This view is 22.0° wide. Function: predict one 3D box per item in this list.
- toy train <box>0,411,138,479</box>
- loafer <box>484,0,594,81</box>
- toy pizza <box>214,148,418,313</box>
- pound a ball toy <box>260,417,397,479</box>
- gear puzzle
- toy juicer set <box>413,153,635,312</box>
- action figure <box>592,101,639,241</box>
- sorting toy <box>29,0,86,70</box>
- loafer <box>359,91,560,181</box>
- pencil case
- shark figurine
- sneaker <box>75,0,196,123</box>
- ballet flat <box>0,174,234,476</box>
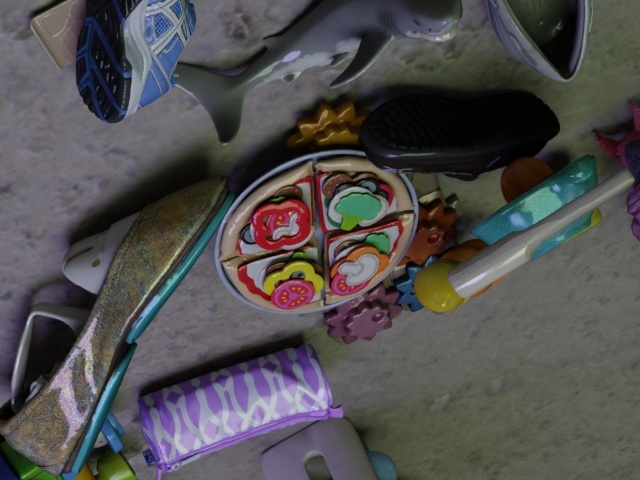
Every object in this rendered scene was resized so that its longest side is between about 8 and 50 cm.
[{"bbox_3d":[-0.250,0.268,1.706,0.143,0.105,0.248,-33,140,-13],"label":"toy train"},{"bbox_3d":[0.174,-0.264,1.360,0.112,0.111,0.319,-26,139,-1],"label":"loafer"},{"bbox_3d":[0.000,0.000,1.543,0.201,0.032,0.201,-12,133,-13],"label":"toy pizza"},{"bbox_3d":[0.046,0.327,1.740,0.136,0.319,0.208,-28,138,1],"label":"pound a ball toy"},{"bbox_3d":[0.055,-0.017,1.602,0.175,0.044,0.339,-25,139,-2],"label":"gear puzzle"},{"bbox_3d":[0.170,-0.016,1.526,0.209,0.089,0.329,-31,175,2],"label":"toy juicer set"},{"bbox_3d":[0.398,0.021,1.607,0.276,0.370,0.248,-39,165,-40],"label":"action figure"},{"bbox_3d":[-0.195,-0.166,1.346,0.062,0.012,0.083,-31,135,-2],"label":"sorting toy"},{"bbox_3d":[0.127,-0.085,1.531,0.220,0.080,0.078,-5,138,-33],"label":"loafer"},{"bbox_3d":[-0.088,0.174,1.691,0.206,0.088,0.086,-20,140,-9],"label":"pencil case"},{"bbox_3d":[0.002,-0.193,1.381,0.278,0.166,0.116,-18,111,30],"label":"shark figurine"},{"bbox_3d":[-0.143,-0.198,1.304,0.081,0.080,0.211,-25,141,-42],"label":"sneaker"},{"bbox_3d":[-0.204,0.068,1.513,0.123,0.123,0.348,12,120,-36],"label":"ballet flat"}]
